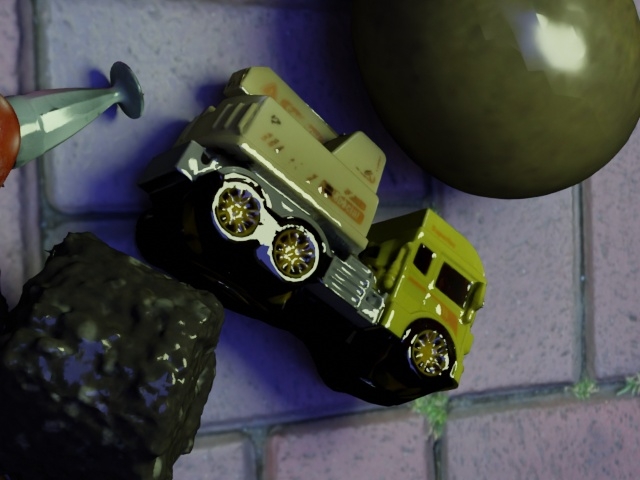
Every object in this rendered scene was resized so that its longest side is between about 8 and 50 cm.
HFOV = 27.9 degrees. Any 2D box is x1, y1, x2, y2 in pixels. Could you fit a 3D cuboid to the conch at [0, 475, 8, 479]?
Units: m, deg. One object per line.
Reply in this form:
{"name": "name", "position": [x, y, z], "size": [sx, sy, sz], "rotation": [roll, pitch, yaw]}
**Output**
{"name": "conch", "position": [-0.346, 0.253, 1.274], "size": [0.109, 0.093, 0.330], "rotation": [-21, 82, -38]}

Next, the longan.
{"name": "longan", "position": [0.206, -0.221, 1.458], "size": [0.361, 0.361, 0.361], "rotation": [0, 91, -31]}

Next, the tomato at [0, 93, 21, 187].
{"name": "tomato", "position": [-0.377, -0.090, 1.210], "size": [0.174, 0.082, 0.166], "rotation": [-36, 104, 2]}

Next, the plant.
{"name": "plant", "position": [-0.263, 0.113, 1.235], "size": [0.312, 0.215, 0.213], "rotation": [13, 127, 4]}

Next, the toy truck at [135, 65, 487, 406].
{"name": "toy truck", "position": [0.000, 0.000, 1.425], "size": [0.405, 0.180, 0.254], "rotation": [38, 64, -23]}

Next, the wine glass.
{"name": "wine glass", "position": [-0.264, -0.133, 1.323], "size": [0.155, 0.073, 0.073], "rotation": [-27, 104, -32]}
